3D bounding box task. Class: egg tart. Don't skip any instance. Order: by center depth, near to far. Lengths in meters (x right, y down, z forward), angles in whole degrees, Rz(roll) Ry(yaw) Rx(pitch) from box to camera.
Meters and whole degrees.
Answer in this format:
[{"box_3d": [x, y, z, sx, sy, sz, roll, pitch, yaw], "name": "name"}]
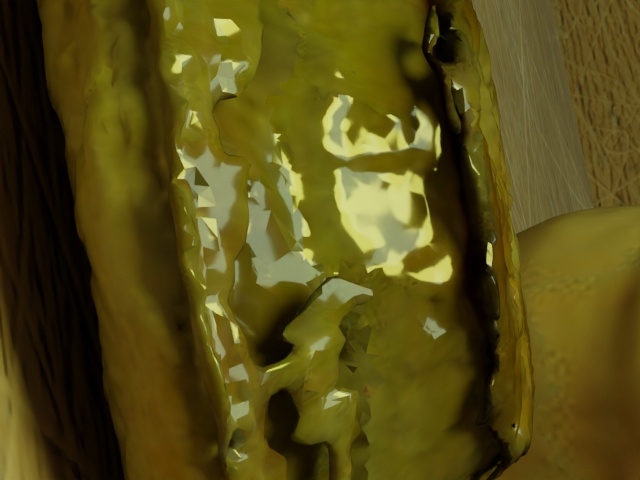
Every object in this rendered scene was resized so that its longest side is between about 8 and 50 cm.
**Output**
[{"box_3d": [0.000, 0.000, 0.479, 0.241, 0.106, 0.241, -11, 90, -82], "name": "egg tart"}]

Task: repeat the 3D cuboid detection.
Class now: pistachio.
[{"box_3d": [0.146, 0.102, 0.744, 0.238, 0.229, 0.321, -49, 157, -20], "name": "pistachio"}]
